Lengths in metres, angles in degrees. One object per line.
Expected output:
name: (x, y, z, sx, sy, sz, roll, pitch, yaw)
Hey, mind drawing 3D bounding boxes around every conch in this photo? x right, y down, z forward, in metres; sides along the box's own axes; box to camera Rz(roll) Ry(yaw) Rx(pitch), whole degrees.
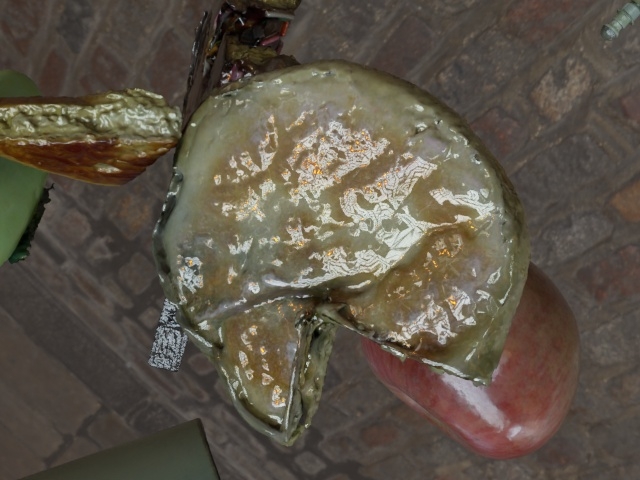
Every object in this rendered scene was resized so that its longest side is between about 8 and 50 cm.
conch: (-0.313, -0.049, 0.615, 0.143, 0.250, 0.137, 21, 122, 18)

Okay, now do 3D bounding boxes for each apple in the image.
apple: (0.228, 0.146, 1.058, 0.345, 0.269, 0.345, 38, 169, 9)

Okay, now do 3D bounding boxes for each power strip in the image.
power strip: (-0.161, 0.094, 0.787, 0.038, 0.029, 0.111, 15, 115, -7)

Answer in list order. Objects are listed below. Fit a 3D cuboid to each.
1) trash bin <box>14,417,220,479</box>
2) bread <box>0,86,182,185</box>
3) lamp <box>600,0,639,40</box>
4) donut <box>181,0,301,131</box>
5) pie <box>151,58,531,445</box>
trash bin: (-0.322, 0.423, 0.923, 0.280, 0.432, 0.280, 161, 90, -76)
bread: (-0.179, -0.077, 0.569, 0.154, 0.054, 0.136, 1, 165, -2)
lamp: (0.591, -0.440, 1.334, 0.091, 0.091, 0.163, 44, 101, -5)
donut: (-0.111, -0.229, 1.009, 0.136, 0.345, 0.259, 12, 133, -19)
pie: (0.000, 0.000, 0.589, 0.338, 0.075, 0.337, 0, 89, 26)
